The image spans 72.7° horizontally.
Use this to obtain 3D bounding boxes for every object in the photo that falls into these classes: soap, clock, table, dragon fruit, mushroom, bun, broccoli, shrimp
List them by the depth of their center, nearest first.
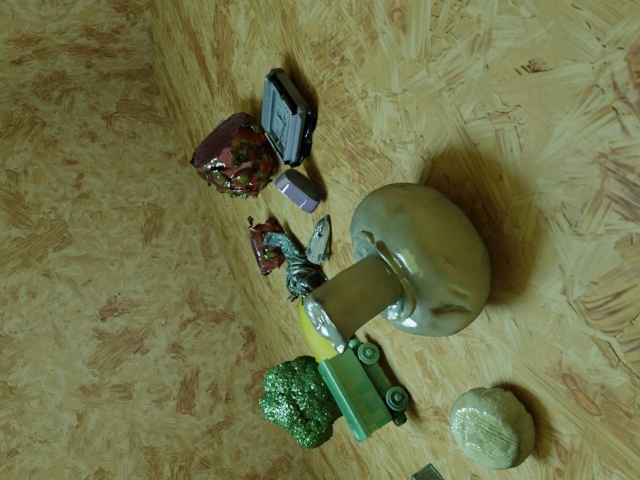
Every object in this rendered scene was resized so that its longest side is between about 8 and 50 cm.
[{"bbox_3d":[0.134,0.063,0.818,0.314,0.336,0.314,46,154,29],"label":"mushroom"},{"bbox_3d":[0.358,0.379,0.903,0.164,0.111,0.188,17,124,42],"label":"bun"},{"bbox_3d":[-0.098,-0.358,1.297,0.186,0.084,0.253,59,156,22],"label":"clock"},{"bbox_3d":[0.333,0.749,1.328,0.083,0.079,0.062,39,143,48],"label":"table"},{"bbox_3d":[-0.060,-0.163,1.353,0.153,0.110,0.050,40,124,-8],"label":"clock"},{"bbox_3d":[-0.289,-0.294,1.617,0.263,0.296,0.314,41,171,-34],"label":"dragon fruit"},{"bbox_3d":[-0.092,0.107,1.640,0.221,0.166,0.410,-66,32,35],"label":"shrimp"},{"bbox_3d":[0.030,0.394,1.658,0.427,0.115,0.305,53,159,33],"label":"soap"},{"bbox_3d":[-0.065,0.637,1.787,0.321,0.310,0.413,47,-156,-37],"label":"broccoli"},{"bbox_3d":[-0.219,0.014,1.875,0.211,0.147,0.281,-141,38,-67],"label":"dragon fruit"}]

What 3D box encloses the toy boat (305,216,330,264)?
[{"bbox_3d":[0.000,0.000,1.438,0.085,0.066,0.210,26,135,11],"label":"toy boat"}]

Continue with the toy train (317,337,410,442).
[{"bbox_3d":[0.135,0.458,1.359,0.300,0.203,0.120,58,160,23],"label":"toy train"}]
